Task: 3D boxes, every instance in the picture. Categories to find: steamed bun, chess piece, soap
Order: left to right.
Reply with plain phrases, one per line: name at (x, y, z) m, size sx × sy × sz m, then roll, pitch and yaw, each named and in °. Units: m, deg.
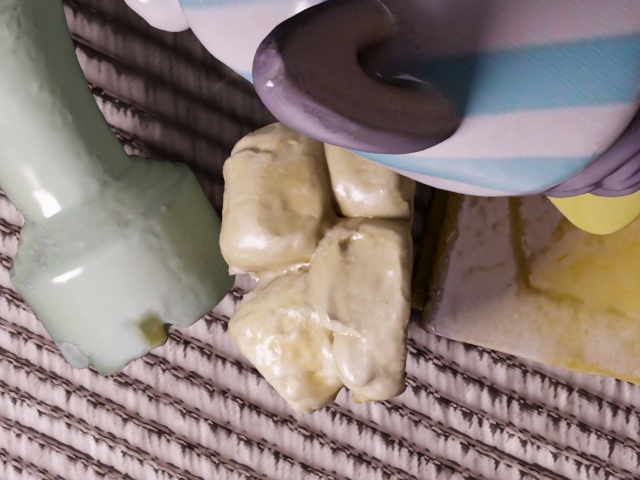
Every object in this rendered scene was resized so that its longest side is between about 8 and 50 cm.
chess piece at (-0.167, -0.078, 0.864) m, size 0.194 × 0.194 × 0.299 m, roll -30°, pitch 108°, yaw 6°
steamed bun at (0.000, 0.000, 0.868) m, size 0.106 × 0.177 × 0.192 m, roll 4°, pitch 94°, yaw 1°
soap at (0.176, -0.080, 0.897) m, size 0.199 × 0.091 × 0.315 m, roll 14°, pitch 101°, yaw -1°

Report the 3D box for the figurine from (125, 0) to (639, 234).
figurine at (0.028, -0.175, 0.665) m, size 0.361 × 0.378 × 0.266 m, roll 27°, pitch 99°, yaw 28°
